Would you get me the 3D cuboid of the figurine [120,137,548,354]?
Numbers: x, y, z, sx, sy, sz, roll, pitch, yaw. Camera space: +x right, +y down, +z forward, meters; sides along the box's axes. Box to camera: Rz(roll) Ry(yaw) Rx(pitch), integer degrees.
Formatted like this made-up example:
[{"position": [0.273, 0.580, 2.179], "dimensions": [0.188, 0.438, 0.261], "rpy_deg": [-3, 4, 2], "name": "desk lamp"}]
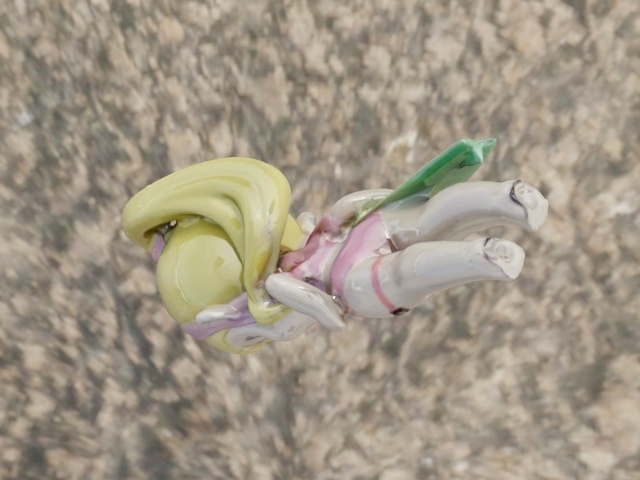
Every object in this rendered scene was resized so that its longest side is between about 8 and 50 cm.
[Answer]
[{"position": [0.000, 0.000, 0.596], "dimensions": [0.083, 0.187, 0.083], "rpy_deg": [7, 80, -43], "name": "figurine"}]
